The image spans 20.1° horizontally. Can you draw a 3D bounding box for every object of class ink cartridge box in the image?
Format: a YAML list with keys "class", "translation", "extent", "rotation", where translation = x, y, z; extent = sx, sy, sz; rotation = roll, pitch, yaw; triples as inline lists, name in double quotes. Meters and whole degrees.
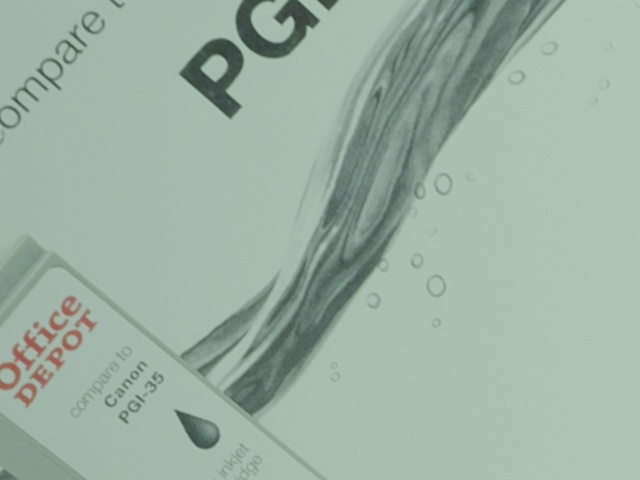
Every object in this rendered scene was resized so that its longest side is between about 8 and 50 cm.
- class: "ink cartridge box"
  translation: [0.000, 0.000, 0.446]
  extent: [0.283, 0.207, 0.117]
  rotation: [41, 6, -15]
